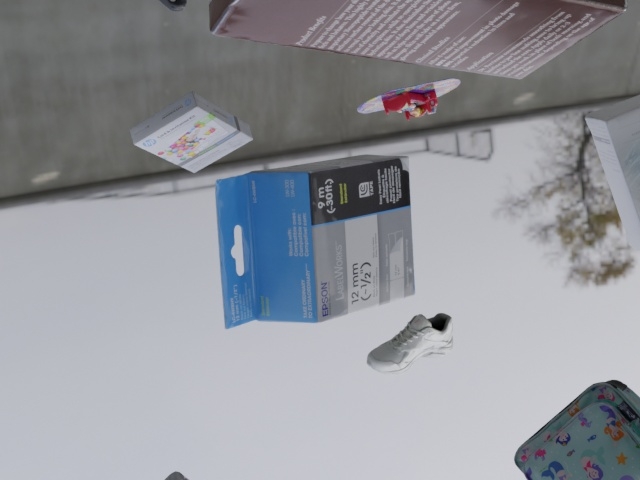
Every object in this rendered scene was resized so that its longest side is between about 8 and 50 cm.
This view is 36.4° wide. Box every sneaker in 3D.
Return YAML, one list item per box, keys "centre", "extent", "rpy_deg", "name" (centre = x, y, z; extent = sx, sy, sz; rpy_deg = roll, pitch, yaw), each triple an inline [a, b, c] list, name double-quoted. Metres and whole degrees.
- centre: [0.199, 0.216, 2.162]
  extent: [0.232, 0.115, 0.090]
  rpy_deg: [-20, -140, -30]
  name: "sneaker"

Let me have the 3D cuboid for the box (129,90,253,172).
- centre: [-0.233, -0.195, 1.783]
  extent: [0.145, 0.038, 0.186]
  rpy_deg: [-27, 155, 20]
  name: "box"

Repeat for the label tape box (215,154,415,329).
- centre: [0.000, 0.000, 1.603]
  extent: [0.347, 0.249, 0.115]
  rpy_deg: [-13, -165, -43]
  name: "label tape box"

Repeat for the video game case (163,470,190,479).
- centre: [-0.134, 0.395, 0.805]
  extent: [0.329, 0.300, 0.036]
  rpy_deg: [-44, -158, -1]
  name: "video game case"

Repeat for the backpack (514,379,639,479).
- centre: [0.454, 0.367, 1.510]
  extent: [0.225, 0.253, 0.191]
  rpy_deg: [-45, 162, 18]
  name: "backpack"

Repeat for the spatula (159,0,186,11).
- centre: [-0.266, -0.384, 1.145]
  extent: [0.084, 0.296, 0.030]
  rpy_deg: [-49, -161, -12]
  name: "spatula"

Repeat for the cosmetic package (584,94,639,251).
- centre: [0.553, -0.121, 1.465]
  extent: [0.224, 0.225, 0.138]
  rpy_deg: [-21, -171, 5]
  name: "cosmetic package"

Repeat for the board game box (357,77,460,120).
- centre: [0.144, -0.214, 1.540]
  extent: [0.168, 0.033, 0.133]
  rpy_deg: [-14, 176, -14]
  name: "board game box"

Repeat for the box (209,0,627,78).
- centre: [0.093, -0.278, 0.984]
  extent: [0.381, 0.143, 0.191]
  rpy_deg: [2, 166, -25]
  name: "box"
